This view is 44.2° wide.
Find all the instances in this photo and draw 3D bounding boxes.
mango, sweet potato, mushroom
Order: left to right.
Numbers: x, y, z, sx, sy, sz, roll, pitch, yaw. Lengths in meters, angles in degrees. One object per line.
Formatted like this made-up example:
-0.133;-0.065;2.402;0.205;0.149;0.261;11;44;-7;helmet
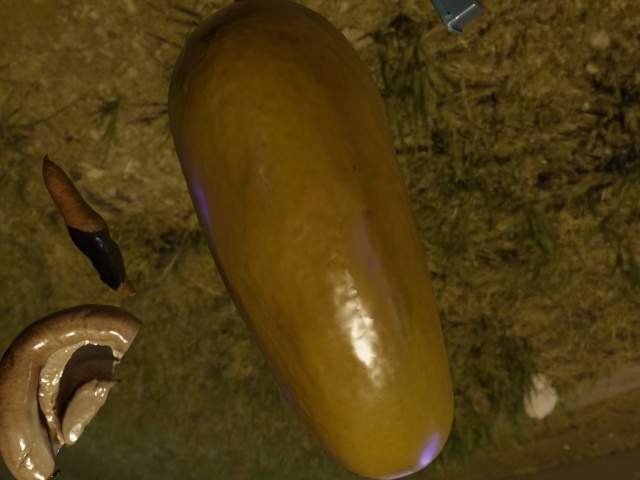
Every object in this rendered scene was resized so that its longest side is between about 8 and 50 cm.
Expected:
-0.389;0.204;1.134;0.151;0.286;0.156;34;172;-20;mushroom
-0.386;-0.024;1.299;0.067;0.067;0.274;-20;101;57;sweet potato
-0.002;-0.004;0.511;0.142;0.332;0.195;-22;170;1;mango

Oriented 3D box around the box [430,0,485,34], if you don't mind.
0.197;-0.345;1.141;0.054;0.099;0.074;-33;88;23;box
